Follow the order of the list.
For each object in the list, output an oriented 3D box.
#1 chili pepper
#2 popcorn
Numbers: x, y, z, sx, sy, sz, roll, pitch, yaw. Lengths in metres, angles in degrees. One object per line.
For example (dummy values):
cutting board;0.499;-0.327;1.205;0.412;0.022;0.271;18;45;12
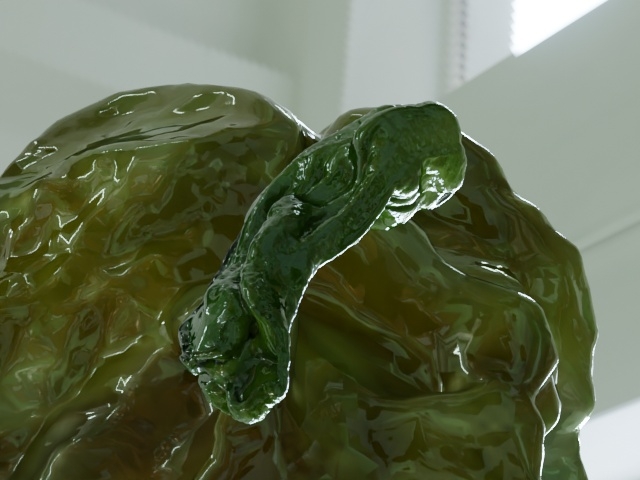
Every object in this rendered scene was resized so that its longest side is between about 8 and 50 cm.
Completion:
chili pepper;-0.002;0.000;0.396;0.034;0.030;0.091;32;-129;12
popcorn;-0.030;0.107;0.787;0.334;0.292;0.293;-63;-41;-55
